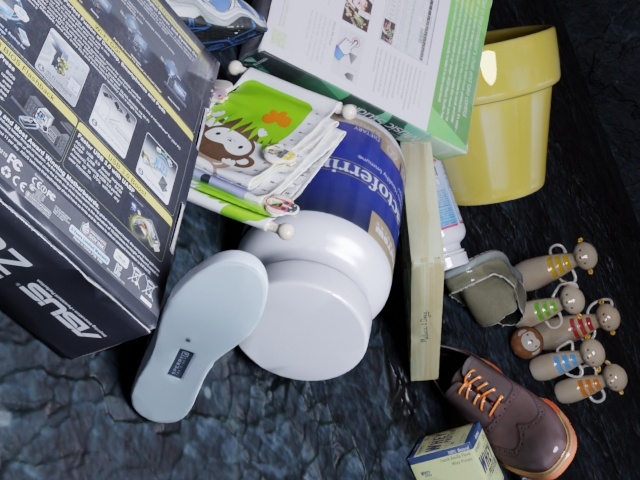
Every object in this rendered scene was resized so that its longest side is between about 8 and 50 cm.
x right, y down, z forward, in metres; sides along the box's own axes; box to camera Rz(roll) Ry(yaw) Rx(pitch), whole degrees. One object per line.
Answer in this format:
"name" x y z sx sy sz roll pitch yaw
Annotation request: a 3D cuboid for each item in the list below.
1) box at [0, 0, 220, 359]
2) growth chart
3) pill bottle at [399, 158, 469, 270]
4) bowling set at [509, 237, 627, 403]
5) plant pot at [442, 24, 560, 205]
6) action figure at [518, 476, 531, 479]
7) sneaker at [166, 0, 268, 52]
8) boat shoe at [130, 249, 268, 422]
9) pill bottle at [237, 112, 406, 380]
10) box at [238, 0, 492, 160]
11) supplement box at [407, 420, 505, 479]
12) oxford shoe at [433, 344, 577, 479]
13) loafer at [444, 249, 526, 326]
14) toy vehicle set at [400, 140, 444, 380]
"box" -0.241 -0.153 0.698 0.395 0.097 0.318 47 35 -37
"growth chart" -0.067 -0.095 0.942 0.237 0.172 0.021 -61 166 -47
"pill bottle" 0.146 -0.034 1.351 0.087 0.087 0.160 -8 78 -63
"bowling set" 0.414 0.158 1.641 0.200 0.154 0.287 -25 93 -64
"plant pot" 0.247 -0.189 1.506 0.254 0.254 0.239 -40 121 -63
"action figure" 0.380 0.447 1.352 0.330 0.178 0.341 39 40 -61
"sneaker" -0.123 -0.242 1.001 0.211 0.080 0.081 -5 78 -64
"boat shoe" -0.094 0.054 0.752 0.065 0.183 0.083 25 36 -15
"pill bottle" 0.000 0.000 0.976 0.153 0.153 0.264 52 31 -30
"box" 0.067 -0.263 1.212 0.322 0.058 0.232 22 71 -30
"supplement box" 0.161 0.271 1.158 0.083 0.083 0.056 65 25 -6
"oxford shoe" 0.205 0.203 1.193 0.098 0.097 0.271 35 -1 -26
"loafer" 0.257 0.078 1.470 0.251 0.094 0.087 18 51 -58
"toy vehicle set" 0.118 0.032 1.169 0.267 0.035 0.166 83 5 -54
